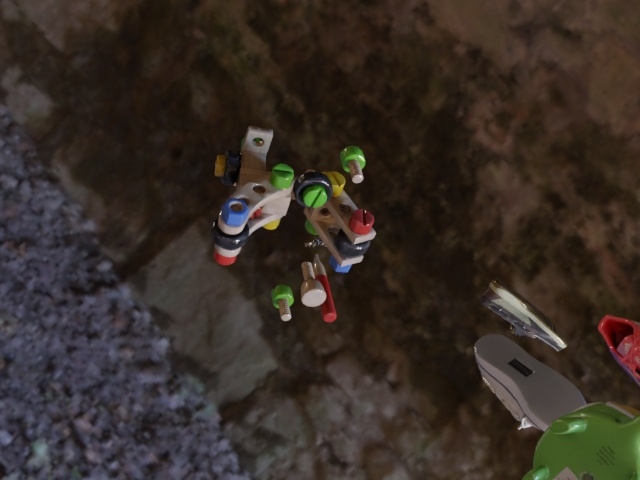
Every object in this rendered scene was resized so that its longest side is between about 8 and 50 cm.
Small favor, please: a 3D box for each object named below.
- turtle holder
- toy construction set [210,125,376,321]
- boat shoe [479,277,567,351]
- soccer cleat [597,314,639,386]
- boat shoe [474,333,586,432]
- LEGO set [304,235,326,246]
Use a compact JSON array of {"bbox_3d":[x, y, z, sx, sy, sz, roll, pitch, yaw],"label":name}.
[{"bbox_3d":[0.544,0.394,1.981,0.243,0.320,0.227,21,22,39],"label":"turtle holder"},{"bbox_3d":[-0.047,-0.046,1.704,0.237,0.257,0.309,-104,179,-45],"label":"toy construction set"},{"bbox_3d":[0.442,0.173,2.321,0.223,0.073,0.080,40,16,-11],"label":"boat shoe"},{"bbox_3d":[0.580,0.221,1.845,0.116,0.109,0.318,32,11,-14],"label":"soccer cleat"},{"bbox_3d":[0.485,0.376,2.460,0.367,0.135,0.156,40,-30,47],"label":"boat shoe"},{"bbox_3d":[0.002,0.000,1.898,0.083,0.054,0.023,22,64,-80],"label":"LEGO set"}]
